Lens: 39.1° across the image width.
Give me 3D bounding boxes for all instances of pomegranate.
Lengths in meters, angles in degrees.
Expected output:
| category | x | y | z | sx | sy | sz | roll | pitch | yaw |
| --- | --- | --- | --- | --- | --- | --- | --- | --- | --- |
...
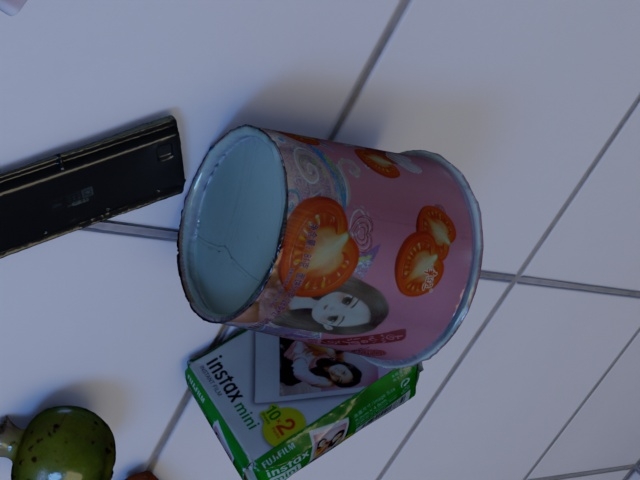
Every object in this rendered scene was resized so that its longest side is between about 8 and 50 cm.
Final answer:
| category | x | y | z | sx | sy | sz | roll | pitch | yaw |
| --- | --- | --- | --- | --- | --- | --- | --- | --- | --- |
| pomegranate | -0.285 | 0.236 | 0.984 | 0.130 | 0.130 | 0.130 | -22 | 137 | -22 |

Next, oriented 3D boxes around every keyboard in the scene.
| category | x | y | z | sx | sy | sz | roll | pitch | yaw |
| --- | --- | --- | --- | --- | --- | --- | --- | --- | --- |
| keyboard | -0.232 | -0.046 | 0.828 | 0.230 | 0.025 | 0.093 | -22 | 139 | -22 |

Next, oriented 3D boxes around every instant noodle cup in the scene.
| category | x | y | z | sx | sy | sz | roll | pitch | yaw |
| --- | --- | --- | --- | --- | --- | --- | --- | --- | --- |
| instant noodle cup | 0.000 | 0.000 | 0.915 | 0.231 | 0.243 | 0.243 | 13 | 117 | -37 |

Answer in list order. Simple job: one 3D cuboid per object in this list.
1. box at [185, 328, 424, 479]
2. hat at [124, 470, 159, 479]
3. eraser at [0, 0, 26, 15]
| category | x | y | z | sx | sy | sz | roll | pitch | yaw |
| --- | --- | --- | --- | --- | --- | --- | --- | --- | --- |
| box | -0.020 | 0.171 | 1.084 | 0.250 | 0.180 | 0.103 | -30 | 143 | -16 |
| hat | -0.269 | 0.372 | 1.155 | 0.162 | 0.093 | 0.112 | -23 | 131 | 5 |
| eraser | -0.212 | -0.219 | 0.652 | 0.105 | 0.065 | 0.026 | -49 | 139 | 11 |
